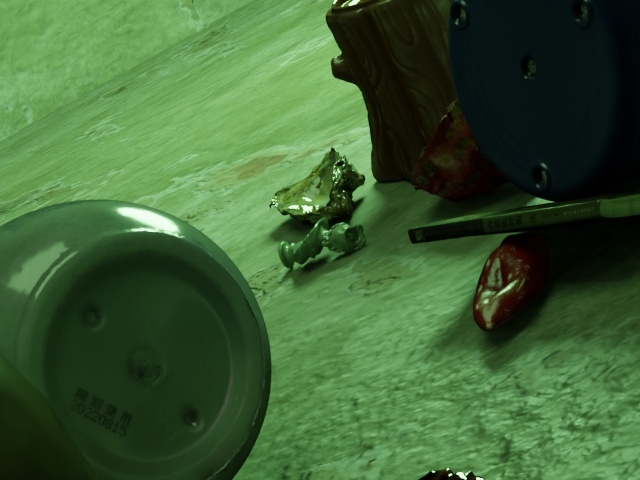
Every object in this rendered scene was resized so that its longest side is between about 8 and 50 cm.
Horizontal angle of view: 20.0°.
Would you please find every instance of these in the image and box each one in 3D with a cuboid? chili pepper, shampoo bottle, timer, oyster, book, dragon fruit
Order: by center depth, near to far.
[{"bbox_3d":[-0.190,0.106,1.470,0.273,0.273,0.266,-33,9,-27],"label":"shampoo bottle"},{"bbox_3d":[0.166,0.031,1.582,0.059,0.050,0.191,-15,18,27],"label":"chili pepper"},{"bbox_3d":[0.213,-0.023,1.631,0.160,0.024,0.228,-8,1,-42],"label":"book"},{"bbox_3d":[0.351,-0.207,1.806,0.384,0.270,0.270,-16,10,-29],"label":"timer"},{"bbox_3d":[0.175,-0.089,1.913,0.153,0.111,0.153,-50,-12,-15],"label":"dragon fruit"},{"bbox_3d":[0.003,-0.057,2.107,0.105,0.056,0.177,-36,17,-14],"label":"oyster"}]

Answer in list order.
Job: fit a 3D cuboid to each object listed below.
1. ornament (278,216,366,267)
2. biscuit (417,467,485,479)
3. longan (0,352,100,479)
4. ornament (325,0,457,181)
[{"bbox_3d":[-0.003,0.001,1.952,0.068,0.041,0.092,-38,21,-32],"label":"ornament"},{"bbox_3d":[-0.032,0.273,0.990,0.388,0.107,0.073,-33,20,-27],"label":"biscuit"},{"bbox_3d":[-0.347,0.220,1.108,0.436,0.404,0.404,-29,16,-5],"label":"longan"},{"bbox_3d":[0.122,-0.206,2.105,0.221,0.217,0.235,-21,18,16],"label":"ornament"}]
